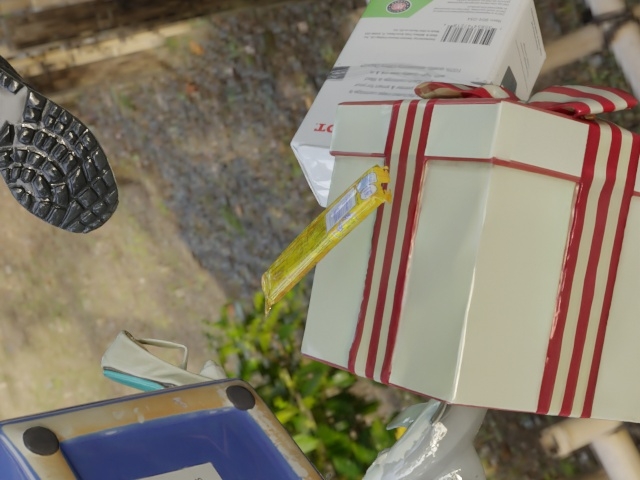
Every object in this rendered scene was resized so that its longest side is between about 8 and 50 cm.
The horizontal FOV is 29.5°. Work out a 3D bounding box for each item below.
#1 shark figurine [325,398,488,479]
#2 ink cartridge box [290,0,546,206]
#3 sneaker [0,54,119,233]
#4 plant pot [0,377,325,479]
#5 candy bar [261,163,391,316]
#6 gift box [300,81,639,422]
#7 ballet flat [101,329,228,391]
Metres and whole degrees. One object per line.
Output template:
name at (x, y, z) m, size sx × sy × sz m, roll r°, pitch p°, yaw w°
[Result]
shark figurine at (0.105, 0.240, 1.240) m, size 0.116 × 0.278 × 0.166 m, roll 41°, pitch -167°, yaw -2°
ink cartridge box at (0.117, -0.161, 1.384) m, size 0.198 × 0.273 × 0.115 m, roll 8°, pitch 144°, yaw 29°
sneaker at (-0.320, -0.132, 1.286) m, size 0.283 × 0.107 × 0.124 m, roll 47°, pitch -174°, yaw -17°
plant pot at (-0.099, 0.215, 0.659) m, size 0.236 × 0.236 × 0.212 m, roll 49°, pitch 123°, yaw 30°
candy bar at (0.000, 0.000, 0.925) m, size 0.161 × 0.018 × 0.040 m, roll -43°, pitch 36°, yaw 34°
gift box at (0.158, 0.000, 1.020) m, size 0.255 × 0.276 × 0.258 m, roll 10°, pitch 91°, yaw 53°
ballet flat at (-0.183, 0.187, 1.652) m, size 0.248 × 0.086 × 0.086 m, roll 21°, pitch 134°, yaw 16°
